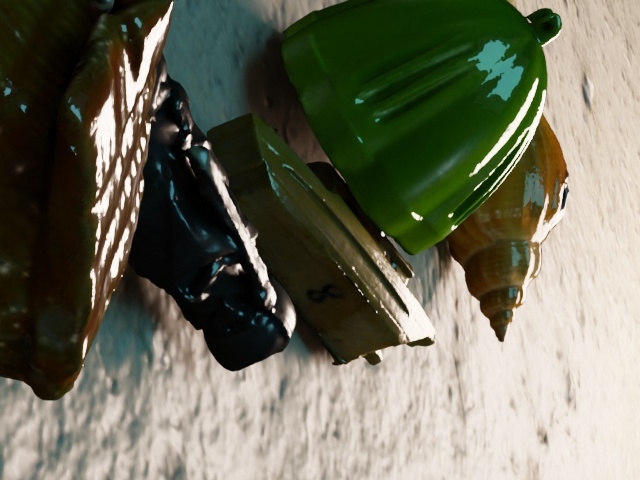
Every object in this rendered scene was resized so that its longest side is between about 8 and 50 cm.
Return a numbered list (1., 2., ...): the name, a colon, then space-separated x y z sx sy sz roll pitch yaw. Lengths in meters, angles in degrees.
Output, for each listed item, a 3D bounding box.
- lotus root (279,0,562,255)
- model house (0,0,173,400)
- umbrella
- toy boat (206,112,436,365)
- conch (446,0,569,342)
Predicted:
1. lotus root: 0.087 -0.108 1.167 0.186 0.186 0.186 35 49 -53
2. model house: -0.162 -0.024 0.673 0.229 0.219 0.199 45 25 -28
3. umbrella: -0.098 -0.074 0.929 0.358 0.106 0.113 60 28 -30
4. toy boat: 0.000 0.000 1.132 0.226 0.068 0.088 52 32 -35
5. conch: 0.158 -0.076 1.400 0.109 0.093 0.330 45 50 -59
